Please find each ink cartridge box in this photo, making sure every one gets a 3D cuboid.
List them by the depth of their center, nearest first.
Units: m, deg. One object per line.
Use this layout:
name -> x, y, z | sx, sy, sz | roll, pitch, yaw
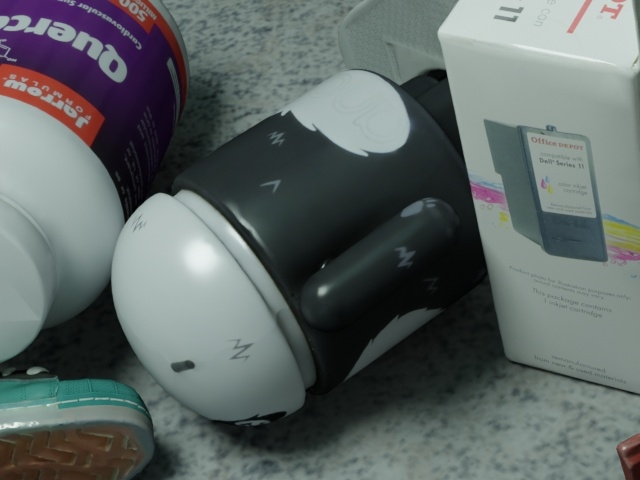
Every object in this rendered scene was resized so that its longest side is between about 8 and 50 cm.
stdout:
ink cartridge box -> 0.176, -0.098, 0.908 | 0.119, 0.353, 0.207 | 15, 53, 28

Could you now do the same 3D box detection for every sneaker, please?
sneaker -> -0.254, 0.116, 1.016 | 0.302, 0.108, 0.121 | -10, 49, 10
sneaker -> 0.127, -0.184, 1.110 | 0.147, 0.104, 0.296 | -32, 6, -19

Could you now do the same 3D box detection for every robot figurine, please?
robot figurine -> 0.000, 0.002, 1.004 | 0.278, 0.209, 0.173 | -34, 67, -17

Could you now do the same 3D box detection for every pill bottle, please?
pill bottle -> -0.207, -0.060, 1.078 | 0.182, 0.181, 0.323 | -6, 32, 12

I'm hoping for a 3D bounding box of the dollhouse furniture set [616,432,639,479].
dollhouse furniture set -> 0.145, 0.242, 0.733 | 0.374, 0.152, 0.201 | -29, 45, -11
